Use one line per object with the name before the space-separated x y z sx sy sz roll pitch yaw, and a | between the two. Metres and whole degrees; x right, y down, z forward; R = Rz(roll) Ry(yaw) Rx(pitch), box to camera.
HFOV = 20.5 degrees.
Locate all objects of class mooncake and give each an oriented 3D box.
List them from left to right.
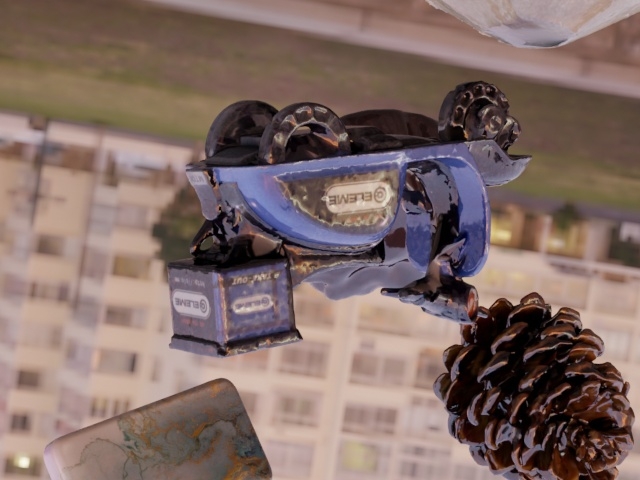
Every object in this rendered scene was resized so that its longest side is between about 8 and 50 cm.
mooncake | 0.066 -0.039 2.208 0.283 0.141 0.283 -13 149 -8

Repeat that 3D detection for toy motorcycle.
toy motorcycle | 0.037 -0.017 1.467 0.359 0.212 0.125 -9 -171 -35

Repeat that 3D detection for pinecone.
pinecone | 0.261 0.193 2.120 0.224 0.224 0.272 8 -151 -32

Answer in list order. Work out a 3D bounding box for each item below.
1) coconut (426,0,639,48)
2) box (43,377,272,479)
coconut | 0.196 -0.315 1.553 0.298 0.309 0.297 5 155 2
box | -0.178 0.254 1.994 0.285 0.142 0.044 -18 169 -46
